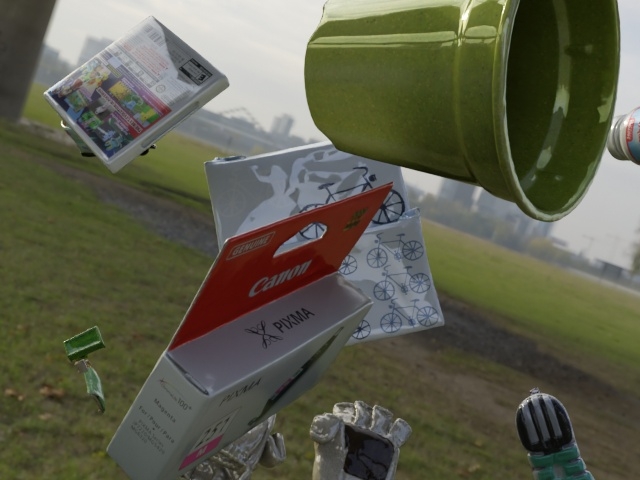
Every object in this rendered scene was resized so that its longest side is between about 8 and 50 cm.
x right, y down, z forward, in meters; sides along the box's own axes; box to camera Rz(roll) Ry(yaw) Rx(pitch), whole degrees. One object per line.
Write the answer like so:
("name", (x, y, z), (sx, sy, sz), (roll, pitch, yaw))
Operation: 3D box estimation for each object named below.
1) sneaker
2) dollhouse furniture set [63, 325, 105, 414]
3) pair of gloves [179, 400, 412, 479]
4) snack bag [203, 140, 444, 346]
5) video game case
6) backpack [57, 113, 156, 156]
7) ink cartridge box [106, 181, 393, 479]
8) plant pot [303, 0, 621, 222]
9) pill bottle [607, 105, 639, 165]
("sneaker", (0.295, 0.288, 1.129), (0.083, 0.224, 0.098), (-13, -1, 14))
("dollhouse furniture set", (-0.358, 0.203, 1.500), (0.152, 0.058, 0.076), (77, -14, -46))
("pair of gloves", (-0.028, 0.216, 0.984), (0.240, 0.042, 0.204), (31, 43, -1))
("snack bag", (0.000, 0.000, 1.440), (0.323, 0.343, 0.037), (-11, -14, 2))
("video game case", (-0.238, -0.192, 1.191), (0.201, 0.183, 0.023), (43, -13, 39))
("backpack", (-0.308, -0.197, 1.418), (0.182, 0.115, 0.152), (-7, 33, 33))
("ink cartridge box", (-0.035, 0.076, 0.821), (0.060, 0.239, 0.275), (42, 30, 16))
("plant pot", (0.133, -0.169, 0.952), (0.253, 0.276, 0.276), (8, -4, 36))
("pill bottle", (0.464, -0.143, 1.258), (0.087, 0.087, 0.160), (18, -6, -25))
